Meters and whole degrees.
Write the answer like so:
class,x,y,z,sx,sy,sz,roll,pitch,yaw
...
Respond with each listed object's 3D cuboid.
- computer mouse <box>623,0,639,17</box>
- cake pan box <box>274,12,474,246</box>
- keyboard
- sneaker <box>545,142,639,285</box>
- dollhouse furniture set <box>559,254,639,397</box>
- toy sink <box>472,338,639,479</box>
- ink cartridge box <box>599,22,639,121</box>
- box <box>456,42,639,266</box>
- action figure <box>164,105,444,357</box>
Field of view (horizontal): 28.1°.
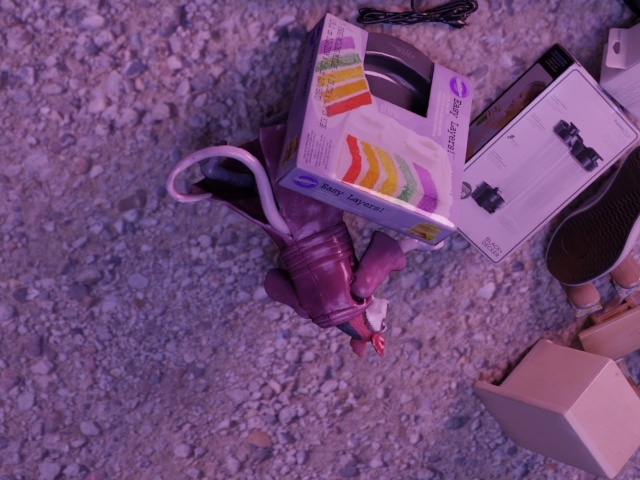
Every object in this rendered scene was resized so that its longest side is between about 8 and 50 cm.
class,x,y,z,sx,sy,sz,roll,pitch,yaw
computer mouse,0.542,-0.327,1.801,0.184,0.060,0.262,-32,118,8
cake pan box,0.081,-0.152,1.721,0.245,0.267,0.070,24,148,-20
keyboard,0.126,-0.347,1.692,0.317,0.033,0.201,-2,151,-8
sneaker,0.453,-0.043,1.912,0.106,0.123,0.290,47,129,13
dollhouse furniture set,0.527,0.135,1.978,0.242,0.161,0.212,-25,118,4
toy sink,0.382,0.255,2.017,0.131,0.234,0.153,-46,115,-18
ink cartridge box,0.461,-0.235,1.784,0.143,0.092,0.090,37,135,-24
box,0.300,-0.121,1.851,0.169,0.087,0.290,40,105,-24
action figure,0.000,0.000,1.751,0.248,0.275,0.370,-26,92,23
